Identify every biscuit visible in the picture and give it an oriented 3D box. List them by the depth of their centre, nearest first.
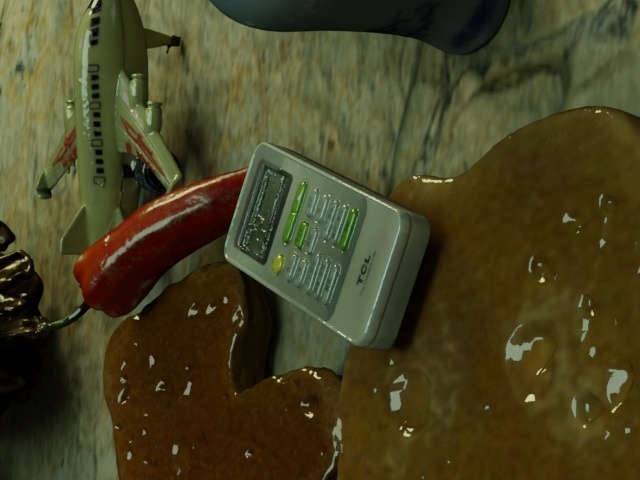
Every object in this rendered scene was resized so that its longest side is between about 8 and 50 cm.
[{"bbox_3d":[0.140,0.113,1.253,0.365,0.062,0.385,-20,62,50],"label":"biscuit"},{"bbox_3d":[-0.068,0.135,1.527,0.262,0.052,0.277,-42,48,32],"label":"biscuit"}]

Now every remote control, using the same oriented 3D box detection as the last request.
[{"bbox_3d":[0.000,0.000,1.416,0.250,0.034,0.103,32,106,61],"label":"remote control"}]

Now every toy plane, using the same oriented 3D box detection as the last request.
[{"bbox_3d":[-0.182,-0.095,1.695,0.242,0.104,0.256,6,85,55],"label":"toy plane"}]

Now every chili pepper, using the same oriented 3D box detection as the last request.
[{"bbox_3d":[-0.129,0.001,1.577,0.272,0.071,0.063,-33,59,19],"label":"chili pepper"}]

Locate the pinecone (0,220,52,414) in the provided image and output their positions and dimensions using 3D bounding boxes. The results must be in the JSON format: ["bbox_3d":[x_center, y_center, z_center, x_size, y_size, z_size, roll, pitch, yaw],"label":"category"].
[{"bbox_3d":[-0.393,0.078,1.766,0.296,0.298,0.242,-28,94,27],"label":"pinecone"}]

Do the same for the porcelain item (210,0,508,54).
[{"bbox_3d":[0.013,-0.202,1.346,0.141,0.259,0.141,-23,61,49],"label":"porcelain item"}]
